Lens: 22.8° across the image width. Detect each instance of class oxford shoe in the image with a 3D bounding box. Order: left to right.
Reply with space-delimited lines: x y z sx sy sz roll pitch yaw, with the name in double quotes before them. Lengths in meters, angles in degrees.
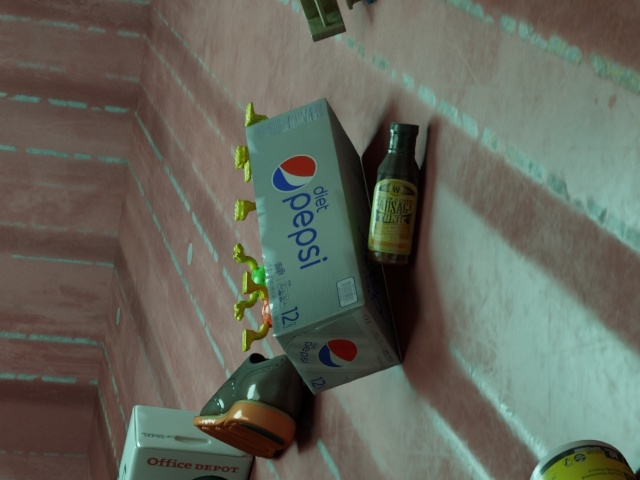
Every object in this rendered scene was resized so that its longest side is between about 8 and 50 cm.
"oxford shoe" -0.073 0.187 1.812 0.098 0.097 0.271 -68 15 -17

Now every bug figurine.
"bug figurine" -0.056 -0.013 1.819 0.216 0.072 0.278 170 100 -81

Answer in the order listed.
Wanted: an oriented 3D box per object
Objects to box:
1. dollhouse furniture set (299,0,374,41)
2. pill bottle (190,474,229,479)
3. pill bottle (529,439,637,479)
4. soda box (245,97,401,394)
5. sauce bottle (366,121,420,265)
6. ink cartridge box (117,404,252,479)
"dollhouse furniture set" 0.019 -0.330 1.636 0.129 0.129 0.183 -103 -6 -52
"pill bottle" -0.110 0.345 1.783 0.219 0.123 0.122 -136 54 -72
"pill bottle" 0.168 0.175 0.927 0.116 0.065 0.065 -109 29 -56
"soda box" 0.000 0.000 1.502 0.286 0.091 0.098 -100 -16 -45
"sauce bottle" 0.067 -0.042 1.425 0.042 0.042 0.128 -164 78 -75
"ink cartridge box" -0.180 0.315 2.003 0.086 0.148 0.203 -103 25 -55
